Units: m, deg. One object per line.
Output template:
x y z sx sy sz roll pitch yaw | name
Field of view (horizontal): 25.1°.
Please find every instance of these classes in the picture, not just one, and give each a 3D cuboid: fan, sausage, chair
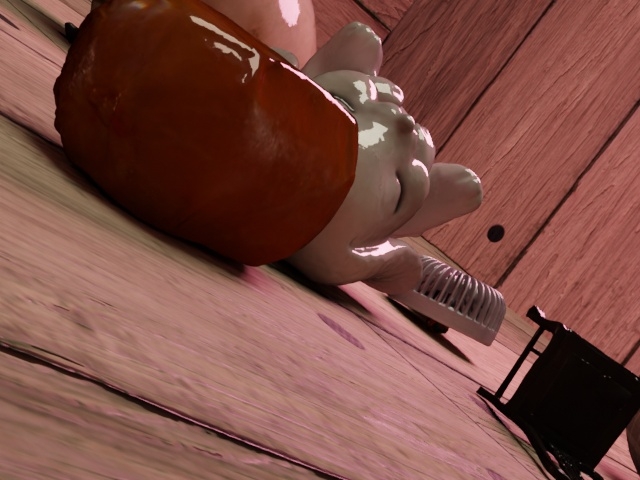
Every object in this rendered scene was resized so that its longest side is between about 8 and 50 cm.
0.142 0.070 1.664 0.130 0.074 0.244 26 -1 1 | fan
-0.070 -0.073 1.001 0.153 0.141 0.268 41 5 32 | sausage
0.233 0.155 1.266 0.106 0.113 0.229 34 2 -16 | chair

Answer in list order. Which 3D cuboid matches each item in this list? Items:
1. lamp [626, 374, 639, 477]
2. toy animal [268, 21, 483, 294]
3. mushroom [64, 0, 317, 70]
0.449 0.222 1.523 0.265 0.233 0.233 49 6 6 | lamp
0.011 -0.057 1.303 0.272 0.206 0.265 56 16 -6 | toy animal
-0.175 -0.285 1.815 0.362 0.294 0.362 52 -17 23 | mushroom
